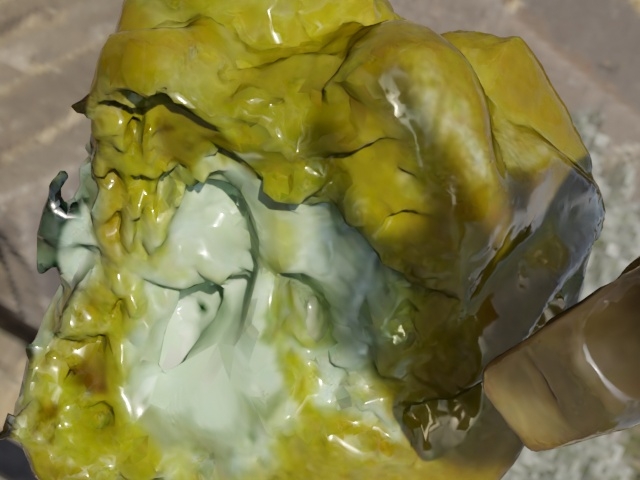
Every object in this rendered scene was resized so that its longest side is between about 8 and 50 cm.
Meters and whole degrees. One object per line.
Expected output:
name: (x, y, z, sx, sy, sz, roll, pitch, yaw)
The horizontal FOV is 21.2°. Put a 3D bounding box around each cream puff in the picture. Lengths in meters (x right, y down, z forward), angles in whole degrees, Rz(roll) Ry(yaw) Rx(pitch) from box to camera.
cream puff: (-0.002, 0.003, 0.870, 0.274, 0.269, 0.323, -85, -166, -61)

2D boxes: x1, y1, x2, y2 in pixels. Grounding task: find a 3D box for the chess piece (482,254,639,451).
chess piece: (0.165, -0.004, 0.527, 0.137, 0.137, 0.301, -50, -174, -28)
